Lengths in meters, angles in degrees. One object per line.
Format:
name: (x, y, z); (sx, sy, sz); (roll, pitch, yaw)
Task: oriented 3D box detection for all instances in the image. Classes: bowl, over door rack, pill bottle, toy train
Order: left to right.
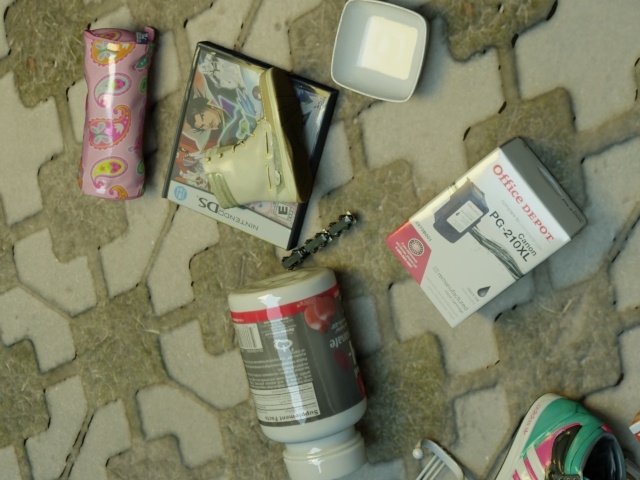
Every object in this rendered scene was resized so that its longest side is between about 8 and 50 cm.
pill bottle: (-0.026, 0.213, 2.027); (0.176, 0.176, 0.318); (-10, 98, 27)
toy train: (0.000, 0.000, 2.042); (0.158, 0.036, 0.027); (-36, 86, 29)
bowl: (0.096, -0.287, 1.915); (0.142, 0.053, 0.142); (20, 111, 21)
over door rack: (0.220, 0.502, 2.022); (0.324, 0.108, 0.239); (38, 116, 12)

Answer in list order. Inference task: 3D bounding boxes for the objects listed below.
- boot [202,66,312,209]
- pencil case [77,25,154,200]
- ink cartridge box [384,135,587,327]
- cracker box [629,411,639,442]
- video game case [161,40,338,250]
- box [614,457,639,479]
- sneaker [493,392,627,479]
boot: (-0.109, -0.155, 1.994); (0.165, 0.077, 0.213); (-5, 103, 28)
pencil case: (-0.334, -0.211, 2.106); (0.124, 0.124, 0.284); (13, 107, 22)
ink cartridge box: (0.243, -0.013, 1.885); (0.237, 0.100, 0.172); (-40, 84, 28)
cracker box: (0.576, 0.312, 1.826); (0.156, 0.067, 0.232); (-38, 86, 27)
video game case: (-0.119, -0.152, 2.062); (0.248, 0.035, 0.274); (23, 112, 19)
box: (0.551, 0.454, 1.875); (0.324, 0.063, 0.067); (39, 116, 12)
sneaker: (0.349, 0.380, 1.850); (0.178, 0.124, 0.295); (15, 81, 53)
